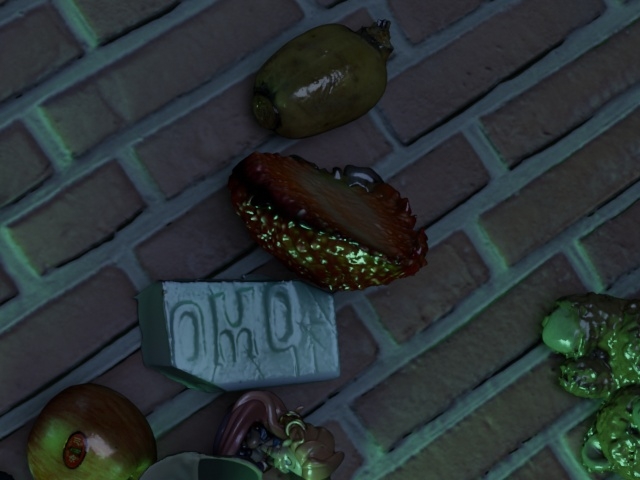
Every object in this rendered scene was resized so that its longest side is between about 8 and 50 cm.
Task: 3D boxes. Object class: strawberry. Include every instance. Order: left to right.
[{"bbox_3d":[0.000,0.000,1.744,0.233,0.306,0.138,16,109,-13],"label":"strawberry"}]

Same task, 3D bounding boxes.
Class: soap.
[{"bbox_3d":[-0.101,0.110,1.788,0.230,0.091,0.145,-4,85,-20],"label":"soap"}]

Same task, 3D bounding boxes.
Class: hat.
[{"bbox_3d":[-0.174,0.344,1.659,0.161,0.275,0.232,16,59,18],"label":"hat"}]

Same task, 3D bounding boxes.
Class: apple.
[{"bbox_3d":[-0.258,0.240,1.692,0.131,0.146,0.146,28,74,16],"label":"apple"}]

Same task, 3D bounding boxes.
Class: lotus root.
[{"bbox_3d":[0.014,-0.208,1.849,0.221,0.118,0.125,-32,112,-16],"label":"lotus root"}]

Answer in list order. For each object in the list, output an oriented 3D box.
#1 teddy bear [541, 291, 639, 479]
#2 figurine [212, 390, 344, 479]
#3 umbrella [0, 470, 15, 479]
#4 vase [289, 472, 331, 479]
[{"bbox_3d":[0.429,0.194,1.923,0.267,0.156,0.256,-1,82,21],"label":"teddy bear"},{"bbox_3d":[-0.050,0.236,1.761,0.157,0.126,0.114,-3,46,13],"label":"figurine"},{"bbox_3d":[-0.316,0.347,1.710,0.248,0.071,0.071,42,73,-14],"label":"umbrella"},{"bbox_3d":[-0.013,0.290,1.818,0.053,0.053,0.101,-6,81,-19],"label":"vase"}]
